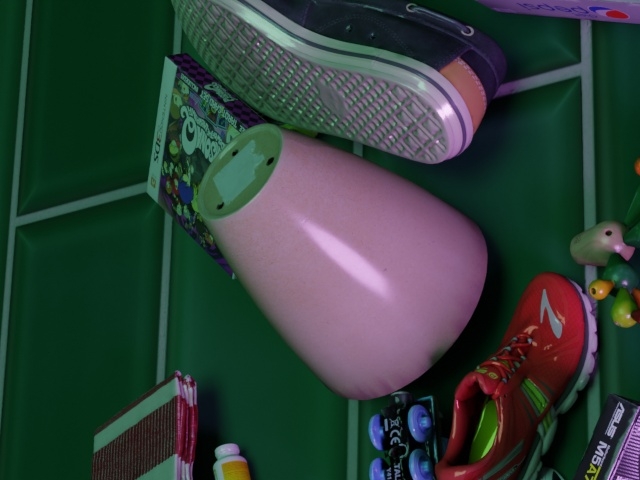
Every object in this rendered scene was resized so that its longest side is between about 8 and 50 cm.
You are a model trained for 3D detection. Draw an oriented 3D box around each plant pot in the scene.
[{"bbox_3d":[0.000,0.000,1.950,0.256,0.274,0.256,-31,38,28],"label":"plant pot"}]

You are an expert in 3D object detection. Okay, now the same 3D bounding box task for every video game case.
[{"bbox_3d":[-0.142,-0.098,2.262,0.232,0.041,0.210,43,133,41],"label":"video game case"}]

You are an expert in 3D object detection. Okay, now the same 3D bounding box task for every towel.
[{"bbox_3d":[-0.227,0.353,2.209,0.237,0.037,0.329,-36,45,44],"label":"towel"}]

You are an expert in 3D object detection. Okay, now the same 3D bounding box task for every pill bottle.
[{"bbox_3d":[-0.107,0.293,2.163,0.043,0.043,0.083,-33,57,31],"label":"pill bottle"}]

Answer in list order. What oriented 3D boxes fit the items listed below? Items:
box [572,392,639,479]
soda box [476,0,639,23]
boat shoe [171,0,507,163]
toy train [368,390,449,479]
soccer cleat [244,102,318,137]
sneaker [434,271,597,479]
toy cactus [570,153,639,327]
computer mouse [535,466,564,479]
[{"bbox_3d":[0.309,0.252,1.698,0.045,0.190,0.184,29,96,45],"label":"box"},{"bbox_3d":[0.292,-0.302,1.956,0.286,0.091,0.098,12,86,44],"label":"soda box"},{"bbox_3d":[0.014,-0.236,2.127,0.500,0.187,0.156,23,56,38],"label":"boat shoe"},{"bbox_3d":[0.108,0.259,1.936,0.080,0.105,0.184,-17,66,32],"label":"toy train"},{"bbox_3d":[-0.071,-0.153,2.264,0.179,0.060,0.072,-3,64,42],"label":"soccer cleat"},{"bbox_3d":[0.203,0.152,1.860,0.107,0.118,0.279,5,67,46],"label":"sneaker"},{"bbox_3d":[0.320,-0.003,1.825,0.180,0.112,0.219,-17,55,58],"label":"toy cactus"},{"bbox_3d":[0.245,0.323,1.834,0.106,0.042,0.193,-42,53,26],"label":"computer mouse"}]
